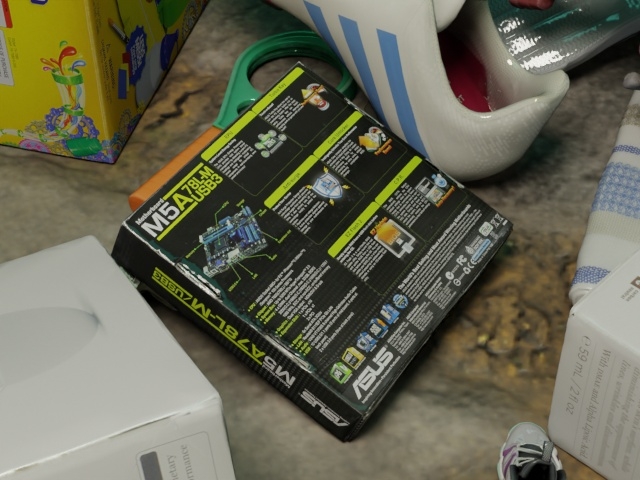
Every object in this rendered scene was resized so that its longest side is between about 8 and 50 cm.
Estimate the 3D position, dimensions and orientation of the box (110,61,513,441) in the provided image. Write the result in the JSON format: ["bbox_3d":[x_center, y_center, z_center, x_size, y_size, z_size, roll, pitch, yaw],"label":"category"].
[{"bbox_3d":[0.000,0.000,0.841,0.184,0.045,0.190,36,53,8],"label":"box"}]

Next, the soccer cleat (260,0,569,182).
[{"bbox_3d":[0.033,-0.184,0.902,0.331,0.143,0.116,46,54,-7],"label":"soccer cleat"}]

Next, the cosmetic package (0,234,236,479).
[{"bbox_3d":[-0.174,0.122,0.645,0.225,0.138,0.224,-16,24,-17],"label":"cosmetic package"}]

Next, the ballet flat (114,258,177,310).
[{"bbox_3d":[-0.115,0.034,0.843,0.070,0.070,0.188,22,51,21],"label":"ballet flat"}]

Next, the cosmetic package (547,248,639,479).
[{"bbox_3d":[0.241,0.112,0.718,0.231,0.117,0.085,34,54,31],"label":"cosmetic package"}]

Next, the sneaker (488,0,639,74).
[{"bbox_3d":[0.201,-0.177,1.036,0.258,0.091,0.094,-18,85,4],"label":"sneaker"}]

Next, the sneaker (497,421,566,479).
[{"bbox_3d":[0.118,0.126,0.736,0.038,0.069,0.098,2,45,1],"label":"sneaker"}]

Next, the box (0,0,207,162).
[{"bbox_3d":[-0.195,-0.264,0.972,0.177,0.290,0.279,11,46,11],"label":"box"}]

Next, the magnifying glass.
[{"bbox_3d":[-0.055,-0.087,0.982,0.092,0.026,0.231,26,51,23],"label":"magnifying glass"}]

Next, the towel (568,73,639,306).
[{"bbox_3d":[0.296,-0.026,0.915,0.209,0.034,0.285,14,46,14],"label":"towel"}]

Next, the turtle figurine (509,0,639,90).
[{"bbox_3d":[0.232,-0.187,0.928,0.266,0.197,0.275,21,29,35],"label":"turtle figurine"}]
